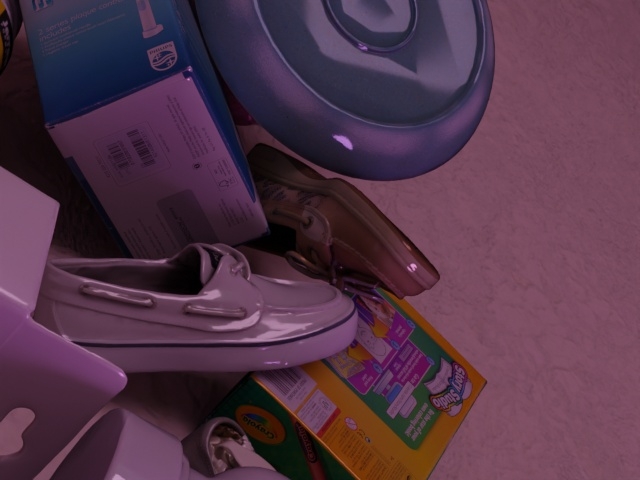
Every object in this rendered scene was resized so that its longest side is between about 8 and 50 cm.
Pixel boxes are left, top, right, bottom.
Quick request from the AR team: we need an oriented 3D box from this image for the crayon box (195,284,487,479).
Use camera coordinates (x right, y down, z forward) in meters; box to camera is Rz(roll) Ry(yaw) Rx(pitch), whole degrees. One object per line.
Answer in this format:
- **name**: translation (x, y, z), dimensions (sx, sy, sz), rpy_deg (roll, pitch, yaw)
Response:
- **crayon box**: translation (0.026, 0.139, 1.488), dimensions (0.165, 0.081, 0.278), rpy_deg (45, 28, 0)

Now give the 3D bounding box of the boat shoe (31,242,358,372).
- **boat shoe**: translation (-0.091, 0.044, 1.359), dimensions (0.267, 0.088, 0.096), rpy_deg (0, 21, -21)

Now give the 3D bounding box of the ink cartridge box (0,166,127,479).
- **ink cartridge box**: translation (-0.306, 0.019, 1.079), dimensions (0.353, 0.207, 0.119), rpy_deg (34, 31, -21)

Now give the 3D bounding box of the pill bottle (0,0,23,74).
- **pill bottle**: translation (-0.312, -0.150, 1.394), dimensions (0.119, 0.119, 0.208), rpy_deg (38, 29, -12)

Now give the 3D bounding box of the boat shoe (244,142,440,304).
- **boat shoe**: translation (0.000, 0.000, 1.510), dimensions (0.104, 0.089, 0.285), rpy_deg (47, -9, -31)

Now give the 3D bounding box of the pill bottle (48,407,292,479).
- **pill bottle**: translation (-0.021, 0.272, 1.106), dimensions (0.363, 0.210, 0.210), rpy_deg (34, 30, -14)

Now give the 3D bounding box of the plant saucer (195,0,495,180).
- **plant saucer**: translation (0.036, -0.209, 1.583), dimensions (0.317, 0.043, 0.317), rpy_deg (13, 65, -29)

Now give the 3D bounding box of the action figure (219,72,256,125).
- **action figure**: translation (-0.065, -0.252, 1.723), dimensions (0.275, 0.248, 0.370), rpy_deg (25, 31, -31)

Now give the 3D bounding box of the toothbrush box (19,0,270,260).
- **toothbrush box**: translation (-0.159, -0.150, 1.490), dimensions (0.216, 0.126, 0.295), rpy_deg (65, 5, -50)

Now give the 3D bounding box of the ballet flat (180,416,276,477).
- **ballet flat**: translation (-0.035, 0.224, 1.307), dimensions (0.213, 0.068, 0.072), rpy_deg (54, 29, 16)
